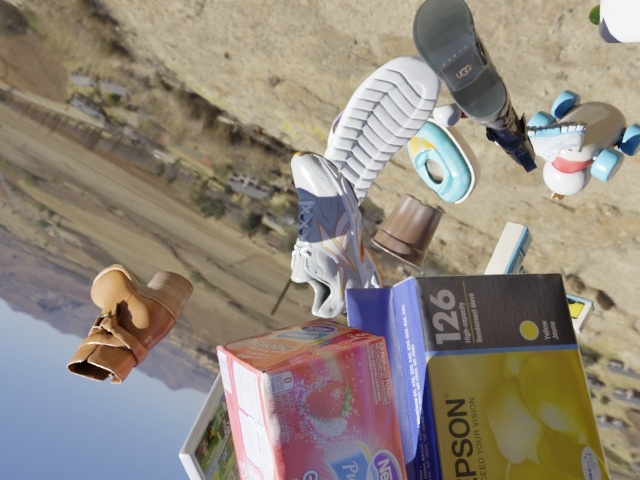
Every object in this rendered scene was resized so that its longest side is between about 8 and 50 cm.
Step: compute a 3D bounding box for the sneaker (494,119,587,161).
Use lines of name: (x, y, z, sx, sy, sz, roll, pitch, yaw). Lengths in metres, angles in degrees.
sneaker: (0.479, -0.210, 1.321, 0.191, 0.071, 0.082, -2, 112, 19)

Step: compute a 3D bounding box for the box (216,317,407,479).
box: (-0.002, 0.251, 0.657, 0.142, 0.299, 0.154, -12, -175, -24)

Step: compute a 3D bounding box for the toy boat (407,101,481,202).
toy boat: (0.321, -0.256, 1.586, 0.267, 0.148, 0.318, 55, 154, 24)

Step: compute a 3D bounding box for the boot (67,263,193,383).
boot: (-0.268, 0.106, 0.771, 0.197, 0.152, 0.073, -7, 130, 40)

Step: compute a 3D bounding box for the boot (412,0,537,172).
boot: (0.250, -0.241, 0.956, 0.091, 0.262, 0.229, -28, 157, 23)

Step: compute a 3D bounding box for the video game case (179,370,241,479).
video game case: (-0.221, 0.503, 1.479, 0.036, 0.329, 0.299, -7, 117, 17)

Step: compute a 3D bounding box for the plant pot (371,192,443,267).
plant pot: (0.252, -0.036, 1.704, 0.167, 0.165, 0.167, 26, -171, -4)

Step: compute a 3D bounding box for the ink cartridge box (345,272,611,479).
ink cartridge box: (0.201, 0.194, 0.804, 0.307, 0.303, 0.072, -1, 160, -11)

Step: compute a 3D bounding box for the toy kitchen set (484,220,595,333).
toy kitchen set: (0.447, 0.077, 1.198, 0.166, 0.122, 0.207, 18, 165, 36)

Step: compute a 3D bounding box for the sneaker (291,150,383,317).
sneaker: (0.000, 0.000, 0.891, 0.099, 0.121, 0.262, 15, 130, 64)

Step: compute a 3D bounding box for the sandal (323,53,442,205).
sandal: (0.095, -0.234, 1.321, 0.169, 0.416, 0.102, 24, -152, -26)

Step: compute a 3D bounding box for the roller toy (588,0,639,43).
roller toy: (0.511, -0.363, 0.870, 0.209, 0.146, 0.191, 2, -163, 13)

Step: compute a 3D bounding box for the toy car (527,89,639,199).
toy car: (0.625, -0.200, 1.479, 0.219, 0.210, 0.238, 39, 155, 28)
